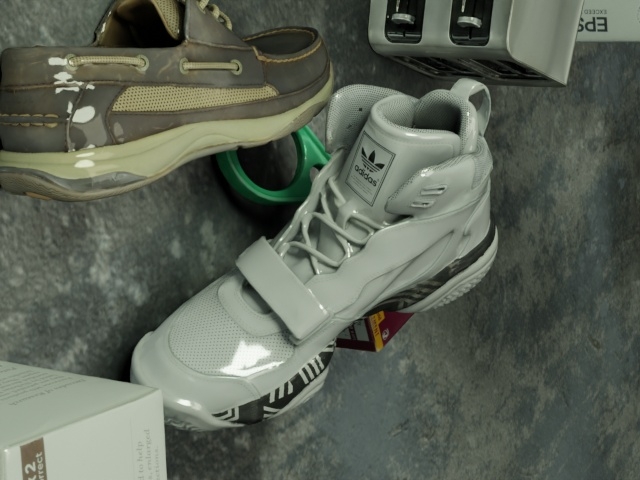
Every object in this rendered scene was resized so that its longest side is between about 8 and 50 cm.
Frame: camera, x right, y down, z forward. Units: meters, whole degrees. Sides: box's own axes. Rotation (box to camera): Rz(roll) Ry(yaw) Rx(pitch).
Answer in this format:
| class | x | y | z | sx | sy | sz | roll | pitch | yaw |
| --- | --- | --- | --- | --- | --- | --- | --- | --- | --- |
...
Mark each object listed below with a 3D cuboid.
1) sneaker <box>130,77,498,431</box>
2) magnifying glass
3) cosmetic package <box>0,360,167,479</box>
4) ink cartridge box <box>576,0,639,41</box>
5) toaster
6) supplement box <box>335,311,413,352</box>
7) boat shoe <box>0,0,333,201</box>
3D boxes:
| class | x | y | z | sx | sy | sz | roll | pitch | yaw |
| --- | --- | --- | --- | --- | --- | --- | --- | --- | --- |
| sneaker | 0.000 | 0.000 | 1.270 | 0.365 | 0.137 | 0.210 | -28 | 145 | -25 |
| magnifying glass | 0.004 | -0.053 | 1.401 | 0.231 | 0.026 | 0.092 | 27 | 65 | -31 |
| cosmetic package | -0.216 | 0.176 | 1.040 | 0.151 | 0.183 | 0.151 | -19 | 110 | -54 |
| ink cartridge box | 0.336 | -0.321 | 1.749 | 0.088 | 0.234 | 0.193 | -28 | 116 | -51 |
| toaster | 0.159 | -0.224 | 1.562 | 0.185 | 0.168 | 0.110 | 14 | 86 | -55 |
| supplement box | 0.059 | 0.015 | 1.519 | 0.188 | 0.080 | 0.104 | -43 | 128 | -45 |
| boat shoe | -0.107 | -0.133 | 1.208 | 0.355 | 0.132 | 0.130 | -30 | 119 | -52 |
